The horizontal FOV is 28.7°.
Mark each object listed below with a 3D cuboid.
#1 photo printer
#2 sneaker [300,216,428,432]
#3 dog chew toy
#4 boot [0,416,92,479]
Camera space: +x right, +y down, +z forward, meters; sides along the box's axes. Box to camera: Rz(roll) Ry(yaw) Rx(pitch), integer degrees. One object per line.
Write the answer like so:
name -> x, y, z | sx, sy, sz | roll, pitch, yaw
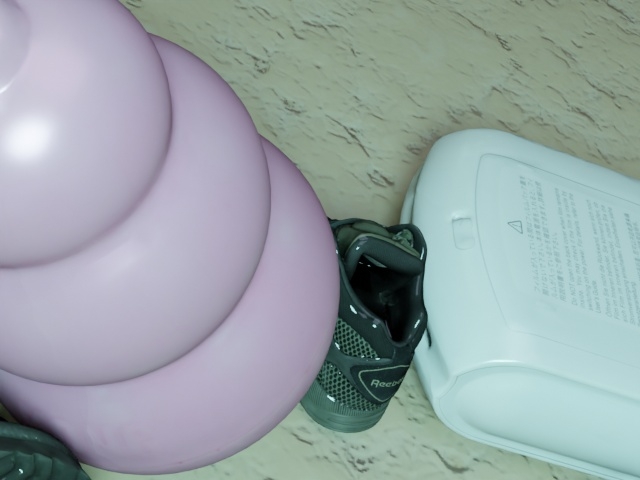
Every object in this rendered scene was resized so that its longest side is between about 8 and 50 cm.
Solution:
photo printer -> 0.200, 0.052, 0.918 | 0.308, 0.107, 0.256 | 17, 43, -16
sneaker -> 0.000, 0.000, 0.829 | 0.087, 0.130, 0.227 | -2, 50, -36
dog chew toy -> -0.107, -0.009, 0.617 | 0.207, 0.332, 0.206 | -5, 65, 10
boot -> -0.292, 0.064, 0.586 | 0.348, 0.131, 0.260 | 17, 21, -45
